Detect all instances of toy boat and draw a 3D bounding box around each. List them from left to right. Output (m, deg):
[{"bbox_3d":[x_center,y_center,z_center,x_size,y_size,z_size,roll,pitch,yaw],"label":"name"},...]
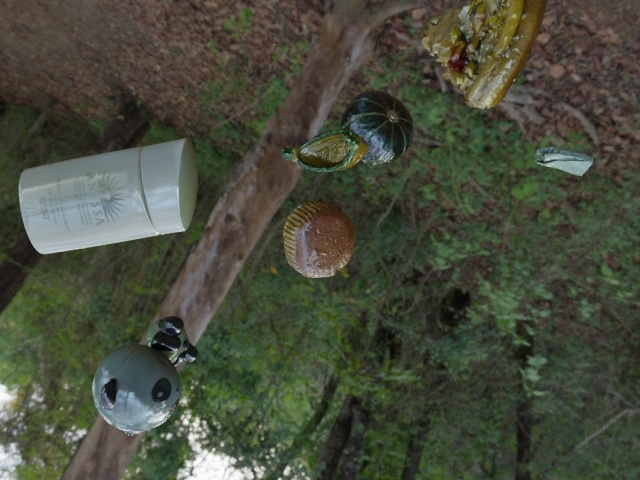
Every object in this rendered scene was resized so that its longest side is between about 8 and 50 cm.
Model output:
[{"bbox_3d":[0.014,-0.189,1.192,0.088,0.088,0.230,12,169,-38],"label":"toy boat"}]

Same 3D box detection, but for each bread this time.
[{"bbox_3d":[-0.001,0.000,1.459,0.199,0.199,0.104,34,-176,-32],"label":"bread"}]

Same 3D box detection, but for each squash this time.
[{"bbox_3d":[0.190,-0.376,1.888,0.252,0.252,0.165,30,147,-18],"label":"squash"}]

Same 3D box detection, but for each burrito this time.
[{"bbox_3d":[0.544,-0.181,1.274,0.118,0.044,0.074,21,168,14],"label":"burrito"}]

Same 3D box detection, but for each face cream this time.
[{"bbox_3d":[-0.397,-0.081,1.088,0.349,0.173,0.081,-8,-176,11],"label":"face cream"}]

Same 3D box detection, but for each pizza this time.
[{"bbox_3d":[0.291,-0.395,1.011,0.074,0.251,0.287,15,-148,-34],"label":"pizza"}]

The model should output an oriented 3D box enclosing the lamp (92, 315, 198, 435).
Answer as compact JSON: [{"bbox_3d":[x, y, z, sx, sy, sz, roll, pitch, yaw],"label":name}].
[{"bbox_3d":[-0.373,0.289,1.228,0.198,0.243,0.197,20,143,16],"label":"lamp"}]
